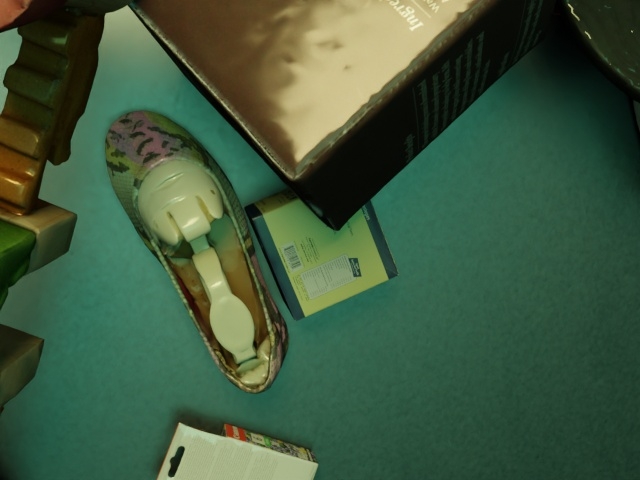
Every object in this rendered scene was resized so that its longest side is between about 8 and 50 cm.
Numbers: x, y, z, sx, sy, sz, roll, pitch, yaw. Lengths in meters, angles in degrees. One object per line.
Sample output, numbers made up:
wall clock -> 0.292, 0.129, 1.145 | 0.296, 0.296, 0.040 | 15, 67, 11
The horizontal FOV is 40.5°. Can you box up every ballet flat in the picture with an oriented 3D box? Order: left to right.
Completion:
ballet flat -> -0.080, 0.011, 0.610 | 0.076, 0.079, 0.222 | -26, 105, -4

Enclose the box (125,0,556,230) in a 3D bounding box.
box -> 0.018, -0.142, 0.527 | 0.203, 0.168, 0.167 | -42, 79, -1

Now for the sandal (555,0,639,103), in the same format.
sandal -> 0.187, -0.267, 0.499 | 0.167, 0.107, 0.446 | -21, 91, 7

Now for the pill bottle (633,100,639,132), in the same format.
pill bottle -> 0.390, -0.127, 0.641 | 0.271, 0.152, 0.152 | -21, 104, -6

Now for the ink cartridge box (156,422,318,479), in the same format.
ink cartridge box -> -0.066, 0.179, 0.673 | 0.115, 0.029, 0.063 | 21, 97, -14

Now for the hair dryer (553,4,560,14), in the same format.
hair dryer -> 0.279, -0.219, 0.571 | 0.293, 0.080, 0.224 | -14, 65, 7

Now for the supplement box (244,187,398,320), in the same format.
supplement box -> 0.000, 0.000, 0.636 | 0.083, 0.056, 0.083 | -23, 105, -6

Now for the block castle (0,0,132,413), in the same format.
block castle -> -0.289, 0.007, 0.397 | 0.302, 0.213, 0.454 | 20, 103, 2
